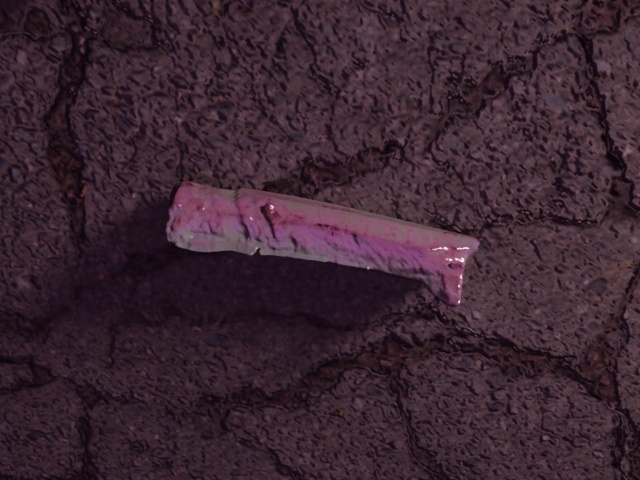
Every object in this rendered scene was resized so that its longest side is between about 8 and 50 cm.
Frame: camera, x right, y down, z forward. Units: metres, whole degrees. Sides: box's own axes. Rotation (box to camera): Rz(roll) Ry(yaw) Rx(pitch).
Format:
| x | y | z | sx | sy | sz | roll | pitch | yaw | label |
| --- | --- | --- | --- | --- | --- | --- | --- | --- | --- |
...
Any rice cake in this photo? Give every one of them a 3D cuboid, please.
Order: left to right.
| x | y | z | sx | sy | sz | roll | pitch | yaw | label |
| --- | --- | --- | --- | --- | --- | --- | --- | --- | --- |
| -0.001 | -0.002 | 0.793 | 0.290 | 0.081 | 0.051 | 12 | 131 | 1 | rice cake |
